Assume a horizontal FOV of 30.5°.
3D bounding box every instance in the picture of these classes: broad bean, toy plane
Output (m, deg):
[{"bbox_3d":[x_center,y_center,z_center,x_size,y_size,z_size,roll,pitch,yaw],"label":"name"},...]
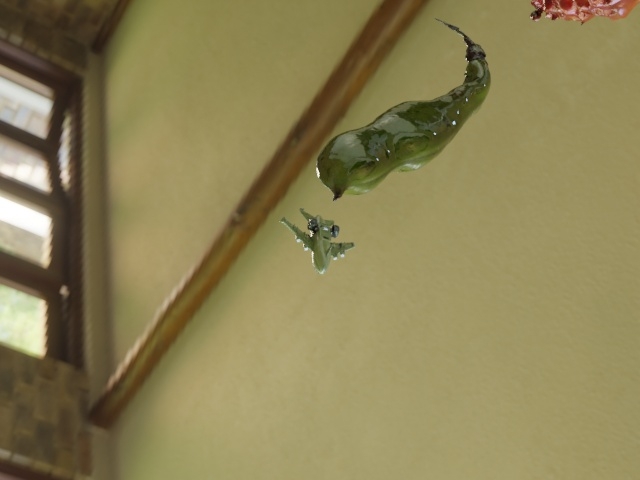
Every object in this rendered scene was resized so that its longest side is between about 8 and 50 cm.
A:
[{"bbox_3d":[0.090,-0.121,1.164,0.318,0.098,0.056,-50,161,-44],"label":"broad bean"},{"bbox_3d":[0.000,0.000,1.450,0.111,0.102,0.040,-101,-148,-55],"label":"toy plane"}]

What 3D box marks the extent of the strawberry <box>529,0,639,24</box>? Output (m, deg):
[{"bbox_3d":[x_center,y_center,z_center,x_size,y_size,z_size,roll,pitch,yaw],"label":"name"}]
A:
[{"bbox_3d":[0.227,-0.241,0.823,0.174,0.098,0.228,-51,-161,-18],"label":"strawberry"}]
